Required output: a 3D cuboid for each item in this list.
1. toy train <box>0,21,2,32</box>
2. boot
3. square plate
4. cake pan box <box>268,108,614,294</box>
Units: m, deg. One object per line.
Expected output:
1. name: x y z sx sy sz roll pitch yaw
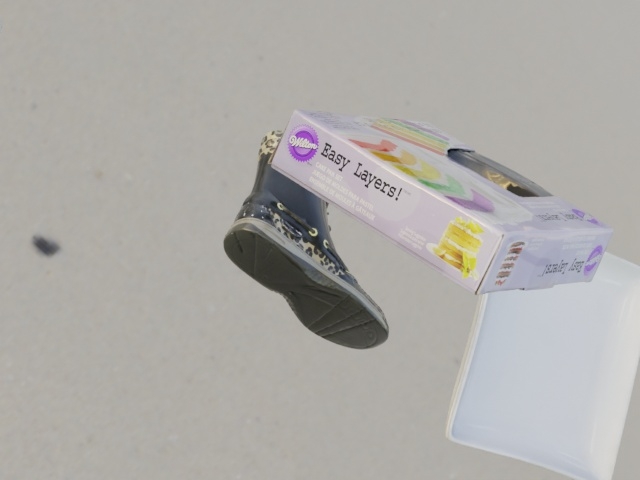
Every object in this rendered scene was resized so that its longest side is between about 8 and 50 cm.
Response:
1. toy train: -0.375 -0.198 1.212 0.184 0.080 0.105 26 75 14
2. boot: 0.001 -0.001 1.505 0.236 0.085 0.179 40 41 -28
3. square plate: 0.338 0.163 1.957 0.347 0.049 0.344 22 78 -34
4. cake pan box: 0.123 -0.039 1.255 0.245 0.070 0.267 36 20 29
